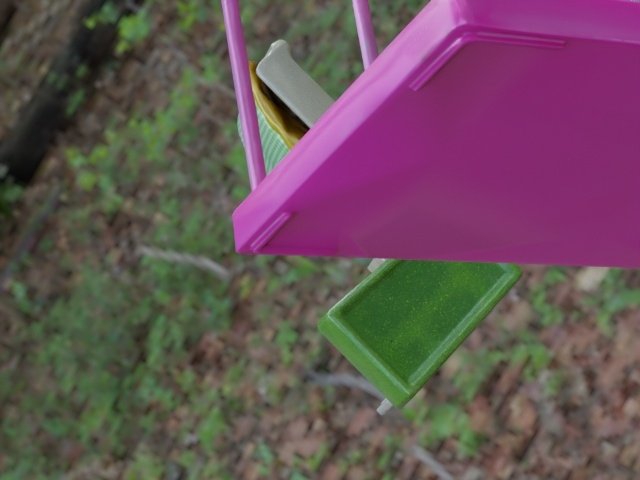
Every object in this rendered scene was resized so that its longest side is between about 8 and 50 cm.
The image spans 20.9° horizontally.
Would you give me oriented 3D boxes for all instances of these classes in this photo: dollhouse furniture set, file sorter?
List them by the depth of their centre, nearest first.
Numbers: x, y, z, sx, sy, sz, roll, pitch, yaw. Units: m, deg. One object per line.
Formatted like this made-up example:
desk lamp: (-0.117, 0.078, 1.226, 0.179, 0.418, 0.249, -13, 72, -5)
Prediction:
file sorter: (0.122, -0.109, 0.755, 0.202, 0.291, 0.182, -44, 50, 55)
dollhouse furniture set: (0.000, 0.000, 1.505, 0.151, 0.301, 0.197, -43, -5, -19)
